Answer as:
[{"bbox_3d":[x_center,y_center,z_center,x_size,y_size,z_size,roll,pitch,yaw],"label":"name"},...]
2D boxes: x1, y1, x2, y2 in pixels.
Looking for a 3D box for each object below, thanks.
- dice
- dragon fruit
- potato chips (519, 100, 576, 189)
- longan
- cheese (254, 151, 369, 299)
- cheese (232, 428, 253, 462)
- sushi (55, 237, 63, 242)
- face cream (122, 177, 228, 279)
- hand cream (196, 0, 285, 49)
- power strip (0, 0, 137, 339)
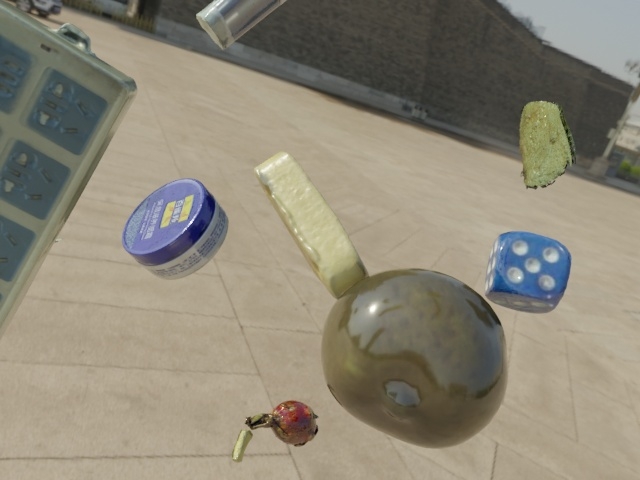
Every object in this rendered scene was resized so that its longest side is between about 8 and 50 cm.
[{"bbox_3d":[0.434,0.069,1.118,0.146,0.143,0.146,13,-17,10],"label":"dice"},{"bbox_3d":[-0.105,0.497,1.435,0.246,0.125,0.125,18,12,-36],"label":"dragon fruit"},{"bbox_3d":[0.342,-0.147,0.817,0.026,0.142,0.209,11,8,-5],"label":"potato chips"},{"bbox_3d":[0.178,0.224,1.026,0.361,0.361,0.361,17,18,-6],"label":"longan"},{"bbox_3d":[0.000,-0.001,1.248,0.384,0.104,0.384,58,-3,5],"label":"cheese"},{"bbox_3d":[-0.202,0.530,1.357,0.030,0.083,0.044,0,-28,36],"label":"cheese"},{"bbox_3d":[-0.465,0.009,0.639,0.210,0.040,0.193,5,25,28],"label":"sushi"},{"bbox_3d":[-0.298,-0.022,1.099,0.206,0.206,0.111,38,-11,45],"label":"face cream"},{"bbox_3d":[-0.038,-0.332,0.635,0.048,0.255,0.079,49,-3,19],"label":"hand cream"},{"bbox_3d":[-0.260,0.012,0.375,0.106,0.367,0.043,30,10,-15],"label":"power strip"}]
